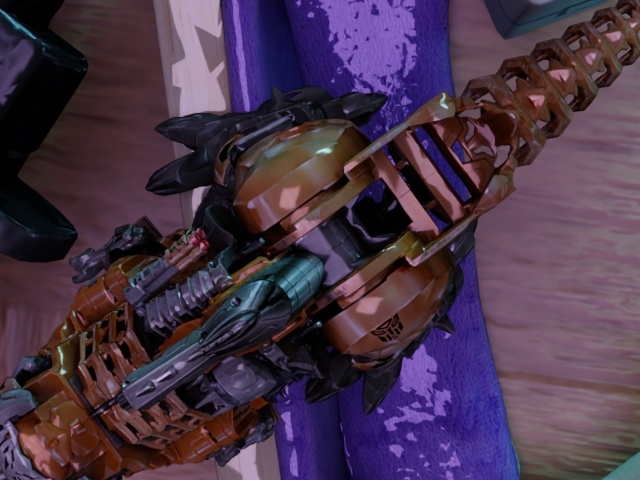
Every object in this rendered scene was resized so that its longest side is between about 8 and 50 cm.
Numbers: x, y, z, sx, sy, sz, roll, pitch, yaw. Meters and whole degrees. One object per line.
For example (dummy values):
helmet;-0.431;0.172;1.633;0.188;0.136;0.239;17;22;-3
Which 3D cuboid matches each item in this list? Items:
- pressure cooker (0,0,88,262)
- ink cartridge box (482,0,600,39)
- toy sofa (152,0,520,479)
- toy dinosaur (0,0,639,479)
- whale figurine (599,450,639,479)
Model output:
pressure cooker;-0.334;-0.071;0.784;0.370;0.375;0.420;32;96;-36
ink cartridge box;0.108;-0.223;0.800;0.131;0.306;0.226;-20;94;6
toy sofa;0.000;0.000;0.910;0.177;0.150;0.362;-7;95;7
toy dinosaur;0.002;0.013;0.727;0.322;0.218;0.164;-14;94;3
whale figurine;0.226;0.163;0.884;0.272;0.216;0.141;-14;54;23
